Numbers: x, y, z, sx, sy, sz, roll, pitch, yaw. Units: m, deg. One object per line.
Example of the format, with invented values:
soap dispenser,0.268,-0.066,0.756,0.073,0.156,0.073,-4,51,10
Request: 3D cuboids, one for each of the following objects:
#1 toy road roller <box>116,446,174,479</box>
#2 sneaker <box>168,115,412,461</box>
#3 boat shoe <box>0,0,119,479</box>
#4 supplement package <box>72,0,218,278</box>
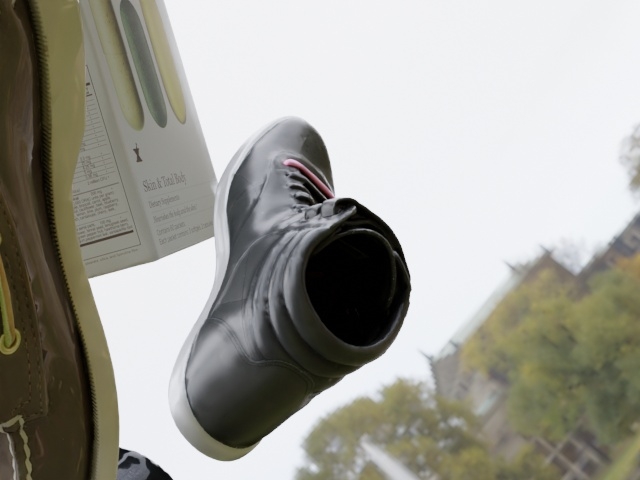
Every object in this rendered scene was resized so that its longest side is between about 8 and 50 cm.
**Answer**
toy road roller,-0.191,0.294,0.782,0.241,0.329,0.202,-8,19,35
sneaker,0.000,0.000,0.833,0.147,0.104,0.295,-32,30,35
boat shoe,-0.163,0.018,0.573,0.097,0.117,0.324,-22,-58,-42
supplement package,-0.224,-0.098,1.031,0.198,0.262,0.199,-15,4,14
